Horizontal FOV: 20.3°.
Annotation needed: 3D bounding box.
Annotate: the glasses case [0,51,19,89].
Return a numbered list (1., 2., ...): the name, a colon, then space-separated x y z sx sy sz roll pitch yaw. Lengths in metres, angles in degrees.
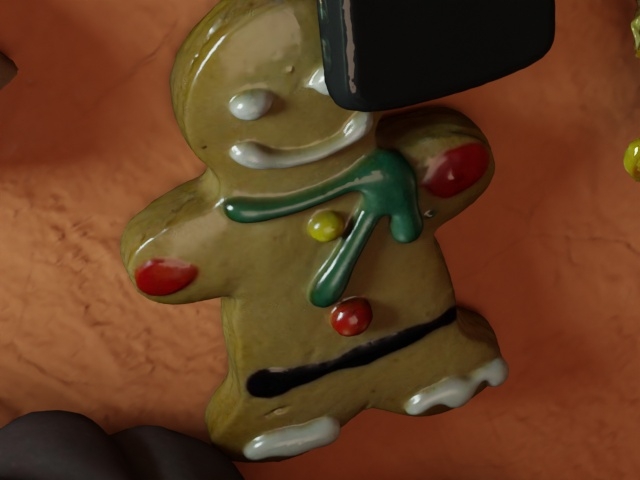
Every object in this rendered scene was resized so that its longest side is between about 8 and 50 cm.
1. glasses case: -0.201 -0.090 0.731 0.102 0.070 0.193 -43 131 9

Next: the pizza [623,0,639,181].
1. pizza: 0.276 -0.147 0.893 0.268 0.087 0.257 -13 125 -16

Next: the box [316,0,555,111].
1. box: 0.053 -0.126 0.820 0.126 0.027 0.125 -18 119 -27

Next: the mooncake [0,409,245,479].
1. mooncake: -0.102 0.193 0.890 0.245 0.245 0.133 17 115 -33

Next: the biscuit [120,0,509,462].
1. biscuit: 0.000 0.000 0.909 0.197 0.049 0.301 -20 130 -11
